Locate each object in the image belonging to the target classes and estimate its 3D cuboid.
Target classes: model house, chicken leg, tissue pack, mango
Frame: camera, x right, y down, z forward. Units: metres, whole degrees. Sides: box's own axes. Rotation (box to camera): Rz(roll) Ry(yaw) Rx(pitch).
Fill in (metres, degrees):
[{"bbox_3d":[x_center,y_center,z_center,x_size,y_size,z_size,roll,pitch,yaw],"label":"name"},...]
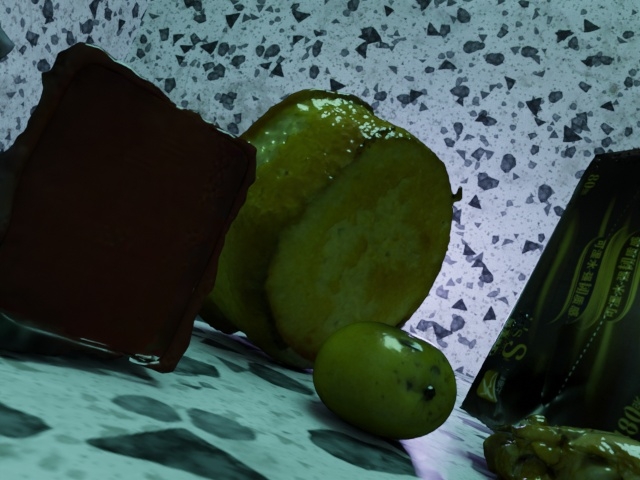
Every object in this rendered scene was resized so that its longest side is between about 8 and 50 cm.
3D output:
[{"bbox_3d":[-0.191,-0.019,0.438,0.160,0.196,0.254,25,-9,-28],"label":"model house"},{"bbox_3d":[0.171,0.177,0.384,0.101,0.085,0.207,7,-13,-8],"label":"chicken leg"},{"bbox_3d":[0.349,0.085,0.534,0.198,0.370,0.210,39,-15,-22],"label":"tissue pack"},{"bbox_3d":[0.062,0.137,0.510,0.137,0.098,0.195,16,-11,6],"label":"mango"}]

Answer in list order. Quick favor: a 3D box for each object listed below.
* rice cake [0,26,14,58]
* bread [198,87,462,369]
[{"bbox_3d":[-0.381,-0.123,0.283,0.364,0.056,0.072,-8,9,-24],"label":"rice cake"},{"bbox_3d":[0.000,0.000,0.731,0.398,0.398,0.215,27,3,-45],"label":"bread"}]
